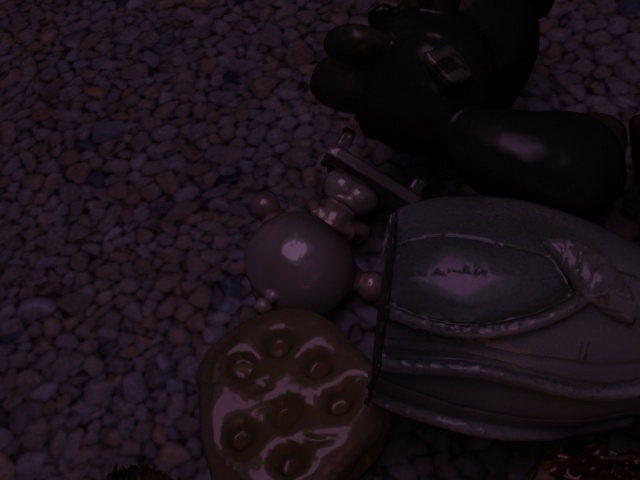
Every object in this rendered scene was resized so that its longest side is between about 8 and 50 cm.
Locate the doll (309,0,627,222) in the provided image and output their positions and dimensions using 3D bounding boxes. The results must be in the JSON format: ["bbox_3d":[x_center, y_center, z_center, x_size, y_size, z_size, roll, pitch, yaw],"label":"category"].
[{"bbox_3d":[0.203,-0.169,1.153,0.378,0.252,0.382,51,42,6],"label":"doll"}]

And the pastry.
[{"bbox_3d":[0.280,0.245,0.883,0.208,0.115,0.097,0,37,-6],"label":"pastry"}]

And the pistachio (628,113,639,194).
[{"bbox_3d":[0.451,-0.064,1.042,0.213,0.163,0.260,19,17,-17],"label":"pistachio"}]

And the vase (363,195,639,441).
[{"bbox_3d":[0.274,0.085,0.936,0.445,0.250,0.250,8,55,-1],"label":"vase"}]

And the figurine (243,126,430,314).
[{"bbox_3d":[0.007,0.001,1.144,0.256,0.182,0.144,-57,21,-19],"label":"figurine"}]

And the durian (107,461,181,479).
[{"bbox_3d":[-0.131,0.317,0.934,0.144,0.139,0.252,-25,54,-13],"label":"durian"}]

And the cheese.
[{"bbox_3d":[-0.028,0.188,1.019,0.218,0.117,0.235,9,60,13],"label":"cheese"}]
